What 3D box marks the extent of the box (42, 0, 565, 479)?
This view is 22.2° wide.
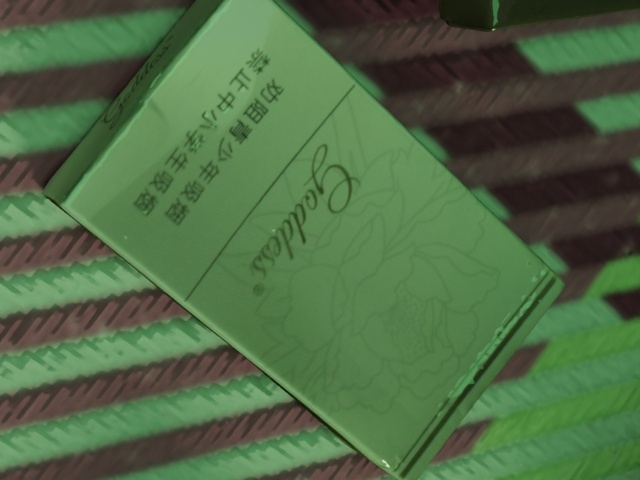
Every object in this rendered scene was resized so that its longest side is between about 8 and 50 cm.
[{"bbox_3d":[0.000,0.000,0.628,0.198,0.029,0.109,42,83,-29],"label":"box"}]

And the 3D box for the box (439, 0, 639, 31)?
[{"bbox_3d":[0.126,-0.195,0.608,0.215,0.086,0.215,-11,109,-24],"label":"box"}]
